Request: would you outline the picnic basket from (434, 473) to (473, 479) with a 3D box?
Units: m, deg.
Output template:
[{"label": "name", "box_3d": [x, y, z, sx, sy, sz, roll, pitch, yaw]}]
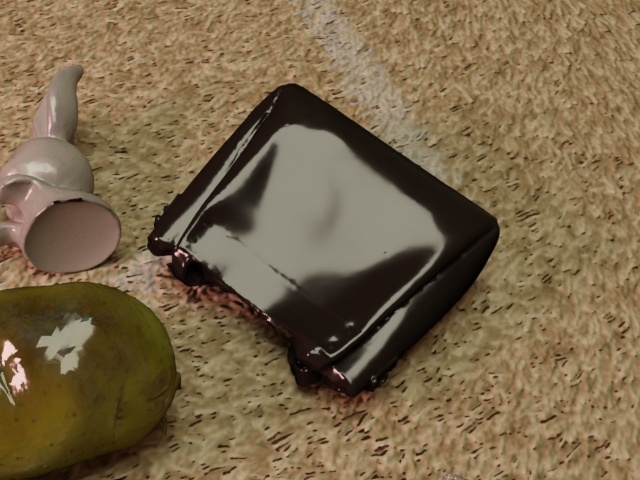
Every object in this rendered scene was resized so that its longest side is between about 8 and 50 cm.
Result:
[{"label": "picnic basket", "box_3d": [0.122, 0.238, 0.884, 0.083, 0.065, 0.083, 47, 17, -9]}]

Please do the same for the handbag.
[{"label": "handbag", "box_3d": [0.000, 0.000, 1.041, 0.285, 0.113, 0.257, 37, 62, 14]}]

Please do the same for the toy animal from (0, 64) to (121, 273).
[{"label": "toy animal", "box_3d": [-0.290, -0.079, 1.082, 0.131, 0.103, 0.221, -12, 52, -14]}]

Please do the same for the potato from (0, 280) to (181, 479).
[{"label": "potato", "box_3d": [-0.249, 0.121, 0.899, 0.248, 0.143, 0.169, -17, 57, -8]}]
